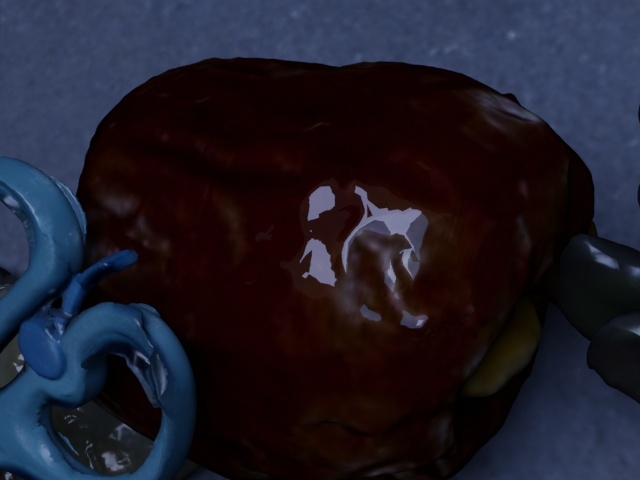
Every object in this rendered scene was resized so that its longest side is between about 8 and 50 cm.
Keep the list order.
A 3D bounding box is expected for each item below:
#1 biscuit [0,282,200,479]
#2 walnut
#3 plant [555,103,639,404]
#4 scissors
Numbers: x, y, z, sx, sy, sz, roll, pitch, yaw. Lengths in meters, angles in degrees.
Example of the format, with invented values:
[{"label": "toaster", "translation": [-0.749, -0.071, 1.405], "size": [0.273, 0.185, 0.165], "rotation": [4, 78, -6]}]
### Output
[{"label": "biscuit", "translation": [-0.161, 0.088, 0.945], "size": [0.290, 0.038, 0.141], "rotation": [5, 76, 20]}, {"label": "walnut", "translation": [0.000, 0.000, 0.820], "size": [0.269, 0.222, 0.244], "rotation": [20, 40, 23]}, {"label": "plant", "translation": [0.248, 0.057, 0.726], "size": [0.276, 0.199, 0.188], "rotation": [21, 84, 22]}, {"label": "scissors", "translation": [-0.185, 0.097, 0.841], "size": [0.180, 0.032, 0.393], "rotation": [57, 136, 8]}]
